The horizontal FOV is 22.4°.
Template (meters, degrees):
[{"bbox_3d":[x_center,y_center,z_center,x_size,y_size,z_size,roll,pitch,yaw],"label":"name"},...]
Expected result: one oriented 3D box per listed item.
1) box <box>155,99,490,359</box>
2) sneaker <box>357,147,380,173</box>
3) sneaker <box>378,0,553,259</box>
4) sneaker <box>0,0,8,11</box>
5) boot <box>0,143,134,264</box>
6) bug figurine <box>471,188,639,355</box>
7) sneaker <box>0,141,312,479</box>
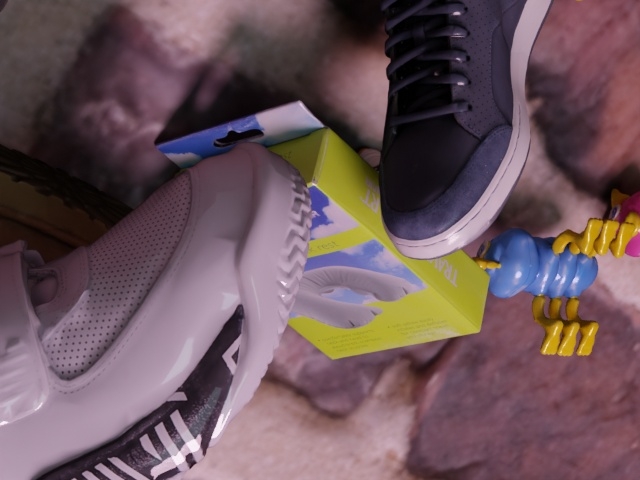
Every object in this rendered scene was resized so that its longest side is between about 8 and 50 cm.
[{"bbox_3d":[0.000,0.000,0.883,0.178,0.109,0.042,41,49,-38],"label":"box"},{"bbox_3d":[0.053,-0.025,0.941,0.083,0.037,0.032,20,102,-37],"label":"sneaker"},{"bbox_3d":[0.041,-0.117,0.807,0.163,0.086,0.226,45,47,-38],"label":"sneaker"},{"bbox_3d":[-0.252,-0.159,0.636,0.276,0.135,0.097,7,150,-44],"label":"sneaker"},{"bbox_3d":[-0.203,0.082,0.827,0.236,0.089,0.270,28,99,-24],"label":"boot"},{"bbox_3d":[0.200,-0.066,0.980,0.216,0.072,0.279,10,105,-39],"label":"bug figurine"},{"bbox_3d":[-0.183,0.057,0.698,0.366,0.137,0.210,-44,117,6],"label":"sneaker"}]
